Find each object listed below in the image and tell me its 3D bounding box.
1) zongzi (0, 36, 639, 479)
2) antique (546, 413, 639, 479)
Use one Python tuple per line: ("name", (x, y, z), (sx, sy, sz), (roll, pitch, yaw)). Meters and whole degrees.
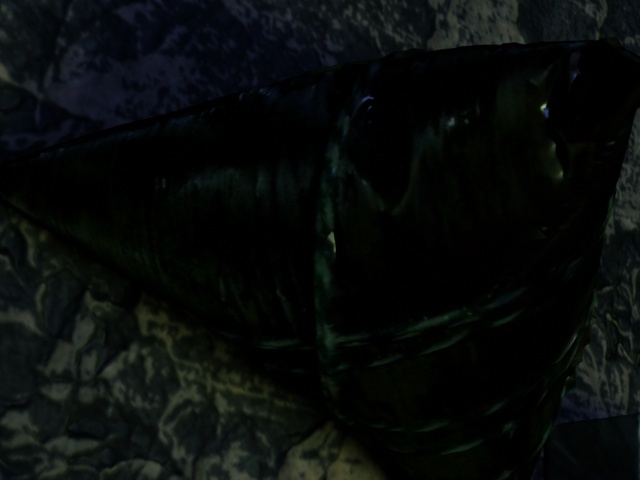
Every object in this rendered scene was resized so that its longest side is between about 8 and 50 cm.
("zongzi", (0.000, 0.000, 0.879), (0.383, 0.362, 0.319), (72, 18, -67))
("antique", (0.265, 0.202, 1.134), (0.183, 0.088, 0.086), (24, 62, -39))
